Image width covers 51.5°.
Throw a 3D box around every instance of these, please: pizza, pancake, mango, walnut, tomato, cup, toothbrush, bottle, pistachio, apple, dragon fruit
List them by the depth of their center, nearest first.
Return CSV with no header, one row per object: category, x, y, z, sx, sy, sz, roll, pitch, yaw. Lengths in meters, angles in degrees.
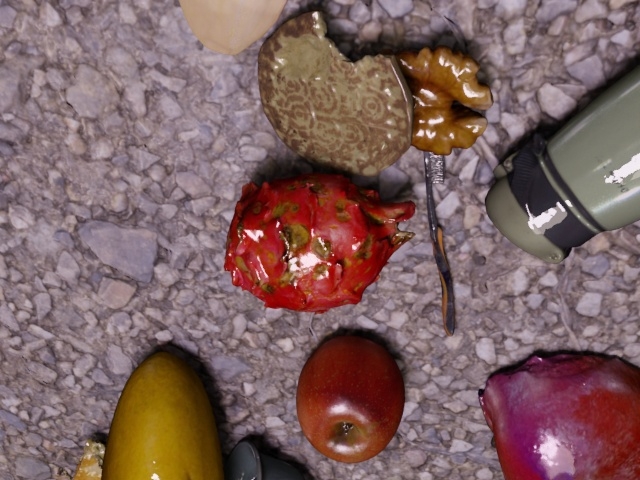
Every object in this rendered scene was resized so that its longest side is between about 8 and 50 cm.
pistachio,-0.098,-0.322,0.772,0.145,0.117,0.200,19,125,-6
bottle,0.366,-0.101,0.813,0.347,0.168,0.168,-36,110,30
walnut,0.133,-0.183,0.846,0.170,0.069,0.142,12,123,11
pancake,0.013,-0.178,0.850,0.235,0.029,0.212,39,137,7
dragon fruit,0.000,0.000,0.903,0.268,0.205,0.210,-13,115,5
toothbrush,0.178,0.014,0.985,0.031,0.023,0.320,-2,120,13
tomato,0.422,0.337,1.055,0.290,0.176,0.334,-20,114,15
apple,0.047,0.250,1.060,0.181,0.168,0.180,4,116,9
mango,-0.269,0.409,1.146,0.221,0.301,0.444,4,97,-13
cup,-0.091,0.483,1.226,0.150,0.199,0.199,19,123,-24
pizza,-0.411,0.497,1.330,0.280,0.075,0.287,1,119,3
